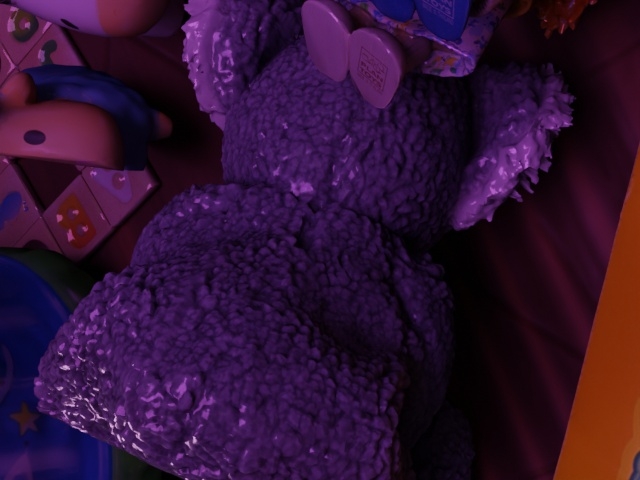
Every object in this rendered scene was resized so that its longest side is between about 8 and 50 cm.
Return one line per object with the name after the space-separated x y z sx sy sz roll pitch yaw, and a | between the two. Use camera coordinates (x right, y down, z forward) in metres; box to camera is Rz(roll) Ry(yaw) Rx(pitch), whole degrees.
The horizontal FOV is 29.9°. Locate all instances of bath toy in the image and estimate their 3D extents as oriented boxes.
-0.108 -0.212 0.558 0.151 0.129 0.348 22 104 58 | bath toy

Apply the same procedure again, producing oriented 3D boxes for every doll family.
0.030 -0.145 0.474 0.263 0.163 0.118 37 153 29 | doll family

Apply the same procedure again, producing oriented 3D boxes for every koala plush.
0.000 0.000 0.500 0.196 0.203 0.221 22 79 8 | koala plush

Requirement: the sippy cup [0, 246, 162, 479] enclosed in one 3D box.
-0.238 0.115 0.598 0.305 0.224 0.240 20 99 38 | sippy cup

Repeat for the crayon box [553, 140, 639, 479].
0.242 0.085 0.379 0.313 0.106 0.363 17 99 30 | crayon box

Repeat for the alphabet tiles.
-0.217 -0.039 0.730 0.237 0.009 0.198 -42 72 27 | alphabet tiles
